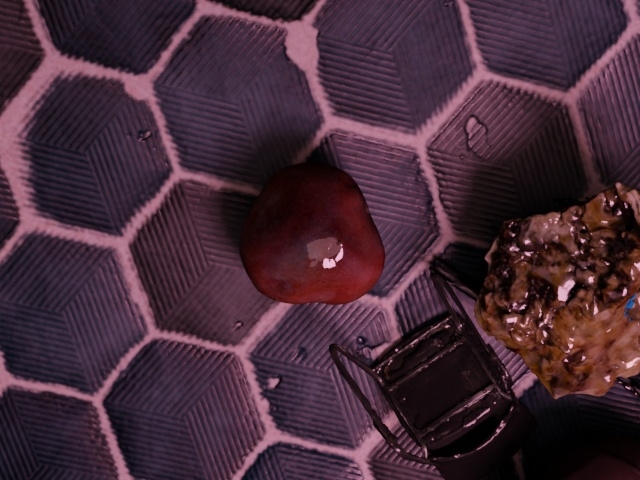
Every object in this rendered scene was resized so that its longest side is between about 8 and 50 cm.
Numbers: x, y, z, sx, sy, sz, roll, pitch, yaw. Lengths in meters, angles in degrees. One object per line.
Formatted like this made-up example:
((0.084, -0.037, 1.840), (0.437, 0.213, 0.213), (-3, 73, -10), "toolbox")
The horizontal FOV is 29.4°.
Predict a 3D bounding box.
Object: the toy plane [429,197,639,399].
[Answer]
((0.311, 0.078, 1.282), (0.382, 0.106, 0.155), (30, 105, -9), "toy plane")

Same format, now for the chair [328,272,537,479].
((0.131, 0.158, 1.289), (0.140, 0.221, 0.145), (-35, 59, 6), "chair")

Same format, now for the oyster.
((0.262, 0.062, 1.193), (0.214, 0.083, 0.223), (-27, 113, 24), "oyster")

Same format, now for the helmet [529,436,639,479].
((0.279, 0.333, 1.244), (0.225, 0.177, 0.305), (36, 88, 31), "helmet")

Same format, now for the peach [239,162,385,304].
((0.000, 0.000, 1.225), (0.152, 0.152, 0.152), (-1, 102, -2), "peach")
